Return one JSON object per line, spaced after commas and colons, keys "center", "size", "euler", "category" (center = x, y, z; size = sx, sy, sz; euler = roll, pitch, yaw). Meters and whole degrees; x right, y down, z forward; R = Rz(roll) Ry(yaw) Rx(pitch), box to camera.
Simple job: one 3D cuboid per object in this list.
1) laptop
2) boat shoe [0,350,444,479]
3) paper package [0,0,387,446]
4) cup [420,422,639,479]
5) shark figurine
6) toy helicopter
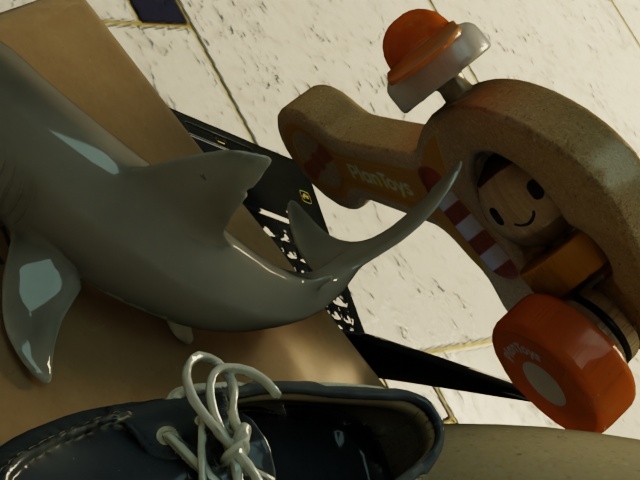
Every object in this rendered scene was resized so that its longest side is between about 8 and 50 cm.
{"center": [0.000, 0.000, 1.187], "size": [0.234, 0.136, 0.264], "euler": [22, 41, -50], "category": "laptop"}
{"center": [-0.041, 0.100, 0.812], "size": [0.254, 0.079, 0.095], "euler": [5, 55, -49], "category": "boat shoe"}
{"center": [-0.162, 0.072, 0.920], "size": [0.309, 0.168, 0.325], "euler": [53, 32, 1], "category": "paper package"}
{"center": [0.104, 0.223, 0.984], "size": [0.237, 0.331, 0.331], "euler": [32, 34, 1], "category": "cup"}
{"center": [-0.044, -0.010, 0.890], "size": [0.278, 0.116, 0.166], "euler": [21, 45, -36], "category": "shark figurine"}
{"center": [0.071, -0.046, 1.138], "size": [0.140, 0.355, 0.235], "euler": [-42, 120, -17], "category": "toy helicopter"}
